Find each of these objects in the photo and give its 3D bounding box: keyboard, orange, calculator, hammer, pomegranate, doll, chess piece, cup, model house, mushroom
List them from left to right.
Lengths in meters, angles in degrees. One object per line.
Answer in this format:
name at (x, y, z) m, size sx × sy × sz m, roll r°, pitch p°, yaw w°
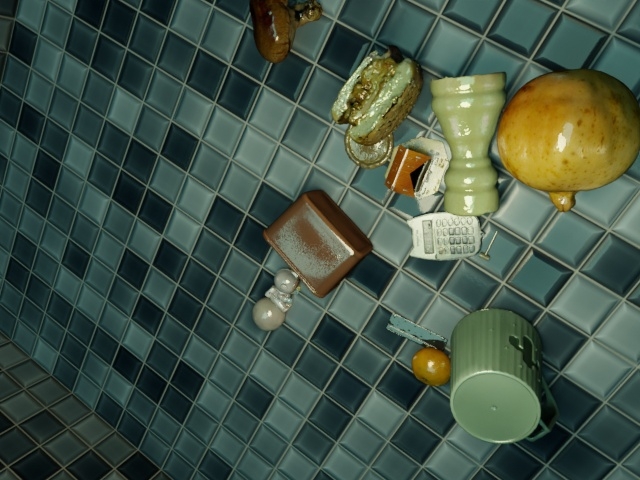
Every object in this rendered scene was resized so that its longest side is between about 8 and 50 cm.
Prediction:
doll at (-0.177, 0.236, 2.062) m, size 0.151 × 0.151 × 0.287 m, roll 33°, pitch 108°, yaw 13°
mushroom at (-0.155, -0.771, 1.806) m, size 0.254 × 0.267 × 0.267 m, roll 19°, pitch 112°, yaw -18°
model house at (0.323, -0.258, 1.740) m, size 0.207 × 0.136 × 0.219 m, roll 27°, pitch 111°, yaw 17°
keyboard at (0.369, 0.357, 1.922) m, size 0.231 × 0.023 × 0.072 m, roll 25°, pitch 103°, yaw 16°
orange at (0.414, 0.473, 1.858) m, size 0.156 × 0.124 × 0.156 m, roll 19°, pitch 138°, yaw 18°
calculator at (0.449, -0.016, 1.794) m, size 0.268 × 0.040 × 0.177 m, roll -1°, pitch 101°, yaw 22°
chess piece at (0.483, -0.309, 1.629) m, size 0.234 × 0.234 × 0.442 m, roll 0°, pitch 107°, yaw 23°
hammer at (0.595, 0.017, 1.753) m, size 0.035 × 0.019 × 0.110 m, roll 26°, pitch 108°, yaw 15°
cup at (0.618, 0.451, 1.645) m, size 0.400 × 0.392 × 0.310 m, roll 17°, pitch 113°, yaw 13°
pomegranate at (0.713, -0.283, 1.450) m, size 0.410 × 0.410 × 0.410 m, roll 5°, pitch 104°, yaw 22°

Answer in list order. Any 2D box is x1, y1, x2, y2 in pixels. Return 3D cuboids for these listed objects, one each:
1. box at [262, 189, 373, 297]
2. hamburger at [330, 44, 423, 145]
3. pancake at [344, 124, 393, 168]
box at (0.000, 0.000, 1.881) m, size 0.229 × 0.239 × 0.339 m, roll -45°, pitch 83°, yaw 22°
hamburger at (0.202, -0.479, 1.667) m, size 0.195 × 0.277 × 0.318 m, roll 44°, pitch 115°, yaw 13°
pancake at (0.178, -0.362, 1.842) m, size 0.199 × 0.021 × 0.199 m, roll 5°, pitch 103°, yaw 21°
